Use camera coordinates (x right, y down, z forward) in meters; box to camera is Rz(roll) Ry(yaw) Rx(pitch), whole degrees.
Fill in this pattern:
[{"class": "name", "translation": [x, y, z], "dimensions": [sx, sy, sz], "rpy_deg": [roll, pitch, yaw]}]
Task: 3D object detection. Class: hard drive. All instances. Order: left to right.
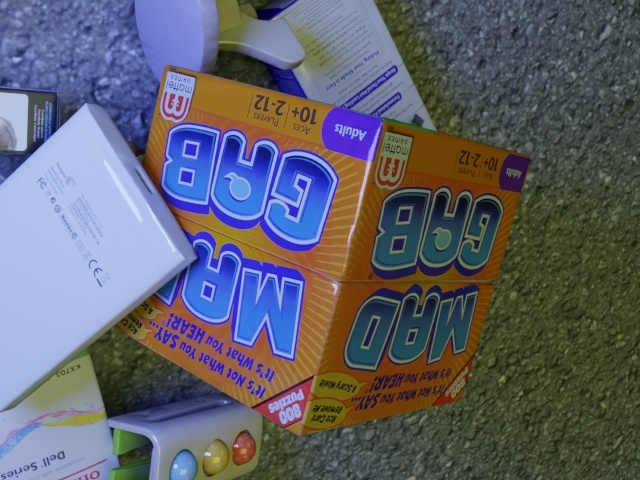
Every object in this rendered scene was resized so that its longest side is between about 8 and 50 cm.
[{"class": "hard drive", "translation": [-0.346, 0.029, 1.073], "dimensions": [0.353, 0.047, 0.233], "rpy_deg": [-38, 79, 19]}]

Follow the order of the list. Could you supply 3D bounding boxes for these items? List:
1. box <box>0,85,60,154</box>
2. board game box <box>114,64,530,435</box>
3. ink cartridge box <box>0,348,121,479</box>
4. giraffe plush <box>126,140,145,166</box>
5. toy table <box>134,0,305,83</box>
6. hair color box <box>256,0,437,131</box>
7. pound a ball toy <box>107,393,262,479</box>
[{"class": "box", "translation": [-0.499, -0.163, 1.087], "dimensions": [0.290, 0.169, 0.087], "rpy_deg": [1, 99, -28]}, {"class": "board game box", "translation": [0.000, 0.000, 1.124], "dimensions": [0.356, 0.356, 0.356], "rpy_deg": [3, 105, -51]}, {"class": "ink cartridge box", "translation": [-0.428, 0.283, 1.267], "dimensions": [0.207, 0.119, 0.353], "rpy_deg": [-19, 111, -24]}, {"class": "giraffe plush", "translation": [-0.265, -0.090, 1.248], "dimensions": [0.210, 0.170, 0.181], "rpy_deg": [-47, 136, -60]}, {"class": "toy table", "translation": [-0.149, -0.330, 1.190], "dimensions": [0.161, 0.274, 0.252], "rpy_deg": [-28, 95, -24]}, {"class": "hair color box", "translation": [0.040, -0.262, 1.398], "dimensions": [0.185, 0.110, 0.339], "rpy_deg": [-39, 116, -16]}, {"class": "pound a ball toy", "translation": [-0.195, 0.370, 1.348], "dimensions": [0.319, 0.136, 0.208], "rpy_deg": [4, 93, -61]}]
